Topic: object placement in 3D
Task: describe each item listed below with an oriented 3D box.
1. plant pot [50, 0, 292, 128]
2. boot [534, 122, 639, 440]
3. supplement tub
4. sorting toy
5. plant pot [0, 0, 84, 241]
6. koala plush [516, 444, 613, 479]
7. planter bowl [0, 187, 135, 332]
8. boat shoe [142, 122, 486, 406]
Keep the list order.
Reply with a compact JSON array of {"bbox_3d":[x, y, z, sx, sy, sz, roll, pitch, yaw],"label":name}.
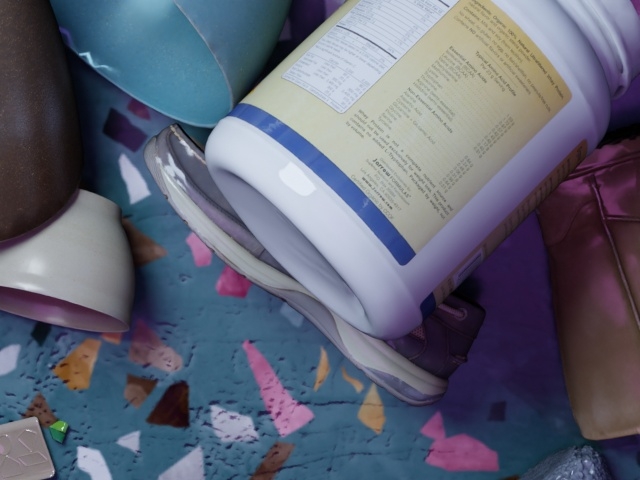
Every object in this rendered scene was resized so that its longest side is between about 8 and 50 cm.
[{"bbox_3d":[-0.126,-0.263,1.373,0.290,0.290,0.195,41,74,-6],"label":"plant pot"},{"bbox_3d":[0.314,0.027,1.489,0.236,0.089,0.269,-14,101,20],"label":"boot"},{"bbox_3d":[0.088,-0.100,1.333,0.316,0.228,0.228,-44,97,-11],"label":"supplement tub"},{"bbox_3d":[-0.279,0.202,1.606,0.083,0.012,0.062,-14,97,11],"label":"sorting toy"},{"bbox_3d":[-0.299,-0.149,1.373,0.215,0.215,0.230,14,138,1],"label":"plant pot"},{"bbox_3d":[0.224,0.345,1.525,0.203,0.196,0.221,-35,99,23],"label":"koala plush"},{"bbox_3d":[-0.238,0.011,1.497,0.162,0.162,0.109,13,77,1],"label":"planter bowl"},{"bbox_3d":[0.000,0.000,1.493,0.355,0.132,0.130,39,93,-14],"label":"boat shoe"}]
